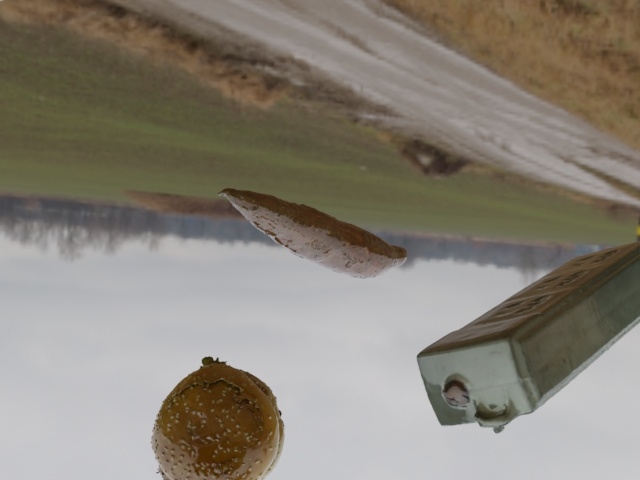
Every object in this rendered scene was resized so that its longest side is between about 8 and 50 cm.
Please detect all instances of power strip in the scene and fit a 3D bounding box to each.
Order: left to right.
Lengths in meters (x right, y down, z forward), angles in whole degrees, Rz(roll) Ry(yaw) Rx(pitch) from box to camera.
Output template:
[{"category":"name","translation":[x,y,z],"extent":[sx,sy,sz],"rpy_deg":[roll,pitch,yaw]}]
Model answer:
[{"category":"power strip","translation":[0.163,0.055,0.630],"extent":[0.078,0.052,0.272],"rpy_deg":[-18,-177,42]}]

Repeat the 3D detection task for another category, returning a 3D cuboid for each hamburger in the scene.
[{"category":"hamburger","translation":[-0.146,0.266,1.265],"extent":[0.182,0.191,0.118],"rpy_deg":[50,-177,18]}]

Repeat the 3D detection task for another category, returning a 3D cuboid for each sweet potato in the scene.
[{"category":"sweet potato","translation":[0.000,0.000,1.119],"extent":[0.314,0.072,0.066],"rpy_deg":[19,-153,-39]}]
